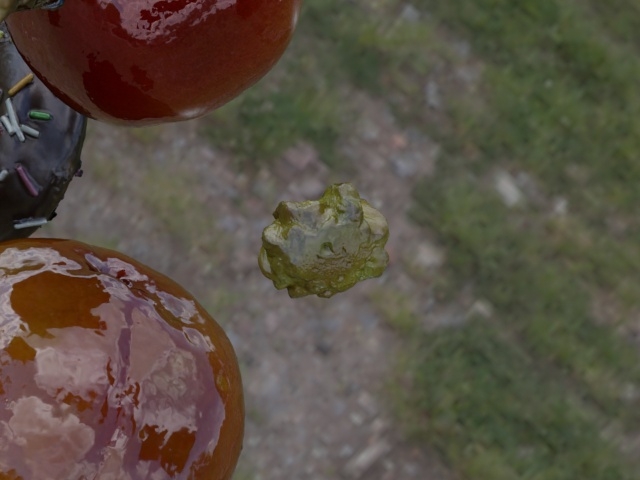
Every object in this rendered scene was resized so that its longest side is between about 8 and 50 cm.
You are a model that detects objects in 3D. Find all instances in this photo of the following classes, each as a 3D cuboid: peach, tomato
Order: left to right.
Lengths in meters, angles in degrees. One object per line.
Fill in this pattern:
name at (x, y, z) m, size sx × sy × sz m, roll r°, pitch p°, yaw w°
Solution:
peach at (-0.238, 0.154, 1.658) m, size 0.343 × 0.302 × 0.343 m, roll 26°, pitch 24°, yaw -13°
tomato at (-0.155, -0.246, 1.556) m, size 0.226 × 0.298 × 0.298 m, roll 38°, pitch 24°, yaw -55°

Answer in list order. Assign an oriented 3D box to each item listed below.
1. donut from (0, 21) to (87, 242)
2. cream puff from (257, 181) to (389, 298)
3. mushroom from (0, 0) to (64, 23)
donut at (-0.343, -0.117, 1.924) m, size 0.103 × 0.269 × 0.270 m, roll 17°, pitch 40°, yaw -46°
cream puff at (0.000, 0.000, 1.200) m, size 0.083 × 0.083 × 0.058 m, roll 32°, pitch 5°, yaw -33°
mushroom at (-0.276, -0.250, 1.259) m, size 0.195 × 0.263 × 0.283 m, roll 7°, pitch 26°, yaw -47°
